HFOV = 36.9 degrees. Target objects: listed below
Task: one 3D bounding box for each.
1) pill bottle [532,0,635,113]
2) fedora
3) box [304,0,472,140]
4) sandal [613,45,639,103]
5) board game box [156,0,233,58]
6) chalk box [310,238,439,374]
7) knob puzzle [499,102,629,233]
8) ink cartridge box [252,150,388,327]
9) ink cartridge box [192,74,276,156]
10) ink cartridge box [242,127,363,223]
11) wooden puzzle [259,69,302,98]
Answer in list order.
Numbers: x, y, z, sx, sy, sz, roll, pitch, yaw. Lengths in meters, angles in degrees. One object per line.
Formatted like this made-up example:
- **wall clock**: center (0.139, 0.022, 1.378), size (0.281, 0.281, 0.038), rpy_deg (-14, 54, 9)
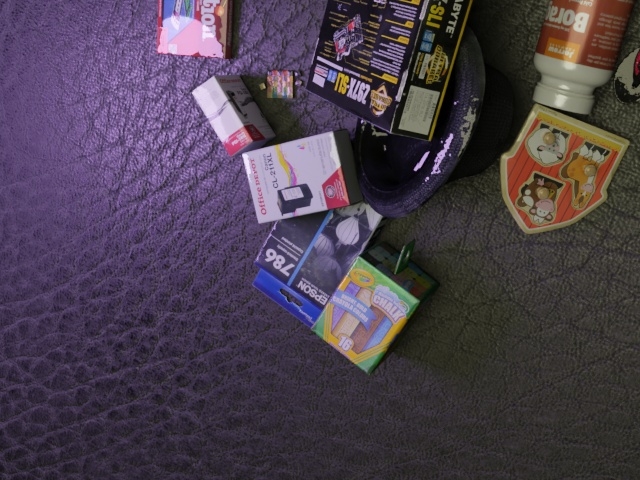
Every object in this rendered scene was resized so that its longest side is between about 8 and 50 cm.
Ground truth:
- **pill bottle**: center (0.391, -0.305, 1.437), size (0.121, 0.121, 0.216), rpy_deg (18, 107, 19)
- **fedora**: center (0.191, -0.179, 1.502), size (0.334, 0.152, 0.334), rpy_deg (-30, 56, 57)
- **box**: center (0.098, -0.317, 1.473), size (0.322, 0.079, 0.257), rpy_deg (38, 118, 59)
- **sandal**: center (0.509, -0.278, 1.437), size (0.067, 0.040, 0.179), rpy_deg (48, 114, 7)
- **board game box**: center (-0.222, -0.472, 1.717), size (0.145, 0.027, 0.281), rpy_deg (8, 103, 20)
- **chalk box**: center (0.108, 0.094, 1.632), size (0.132, 0.132, 0.213), rpy_deg (38, 114, 12)
- **knob puzzle**: center (0.366, -0.094, 1.488), size (0.213, 0.030, 0.213), rpy_deg (-3, 113, -7)
- **ink cartridge box**: center (0.000, 0.000, 1.698), size (0.165, 0.065, 0.332), rpy_deg (34, 112, 13)
- **ink cartridge box**: center (-0.152, -0.223, 1.696), size (0.056, 0.099, 0.135), rpy_deg (-32, 88, 25)
- **ink cartridge box**: center (-0.030, -0.106, 1.616), size (0.175, 0.072, 0.127), rpy_deg (-11, 95, 24)
- **wooden puzzle**: center (-0.070, -0.277, 1.702), size (0.083, 0.006, 0.049), rpy_deg (6, 103, 22)
